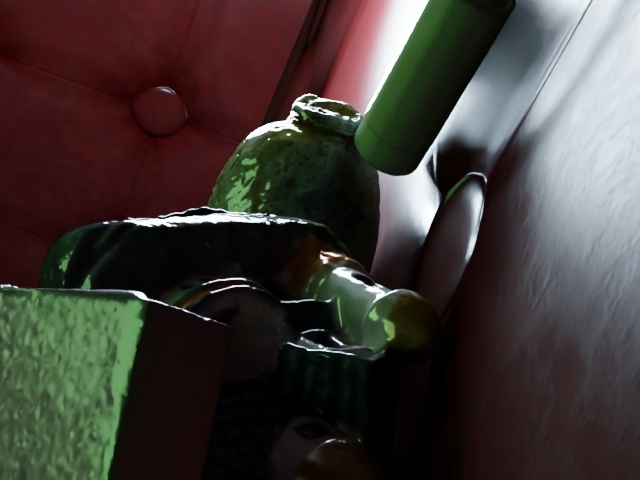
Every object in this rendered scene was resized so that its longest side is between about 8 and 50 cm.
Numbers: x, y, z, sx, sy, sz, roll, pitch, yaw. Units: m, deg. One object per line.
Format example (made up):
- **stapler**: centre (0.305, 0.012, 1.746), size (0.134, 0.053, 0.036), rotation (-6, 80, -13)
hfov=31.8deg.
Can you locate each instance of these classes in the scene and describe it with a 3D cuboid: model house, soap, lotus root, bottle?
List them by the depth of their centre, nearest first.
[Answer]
- **soap**: centre (-0.159, 0.159, 0.686), size (0.181, 0.081, 0.259), rotation (-1, 73, 43)
- **model house**: centre (-0.032, 0.097, 0.805), size (0.301, 0.271, 0.190), rotation (23, 109, 57)
- **bottle**: centre (0.098, -0.150, 1.003), size (0.072, 0.072, 0.201), rotation (-81, 14, -45)
- **lotus root**: centre (-0.039, 0.032, 1.122), size (0.175, 0.175, 0.349), rotation (-106, 27, -73)

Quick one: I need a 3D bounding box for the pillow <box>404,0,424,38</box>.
- **pillow**: centre (0.122, -0.233, 1.147), size (0.211, 0.034, 0.135), rotation (-133, 60, -81)
